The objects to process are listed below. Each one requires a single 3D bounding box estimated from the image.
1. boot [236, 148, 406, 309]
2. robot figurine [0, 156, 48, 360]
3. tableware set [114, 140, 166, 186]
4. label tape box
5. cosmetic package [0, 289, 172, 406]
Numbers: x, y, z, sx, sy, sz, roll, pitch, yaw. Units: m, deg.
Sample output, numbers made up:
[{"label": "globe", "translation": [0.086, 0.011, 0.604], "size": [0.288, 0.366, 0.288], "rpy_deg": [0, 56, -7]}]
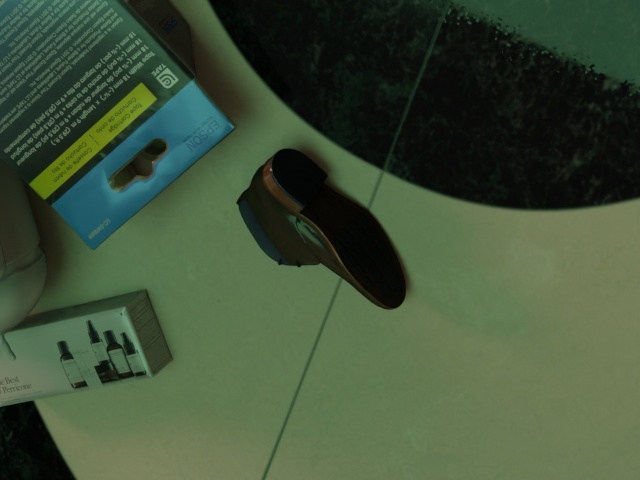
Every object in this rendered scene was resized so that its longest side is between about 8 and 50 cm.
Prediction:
[{"label": "boot", "translation": [0.000, 0.000, 1.729], "size": [0.219, 0.082, 0.106], "rpy_deg": [50, 142, -6]}, {"label": "robot figurine", "translation": [-0.444, -0.026, 1.820], "size": [0.300, 0.199, 0.354], "rpy_deg": [15, 123, 63]}, {"label": "tableware set", "translation": [-0.244, -0.122, 1.801], "size": [0.141, 0.020, 0.169], "rpy_deg": [42, 119, 3]}, {"label": "label tape box", "translation": [-0.277, -0.193, 1.713], "size": [0.240, 0.106, 0.334], "rpy_deg": [-38, 102, 21]}, {"label": "cosmetic package", "translation": [-0.310, 0.136, 1.906], "size": [0.239, 0.060, 0.099], "rpy_deg": [-13, 103, 27]}]
